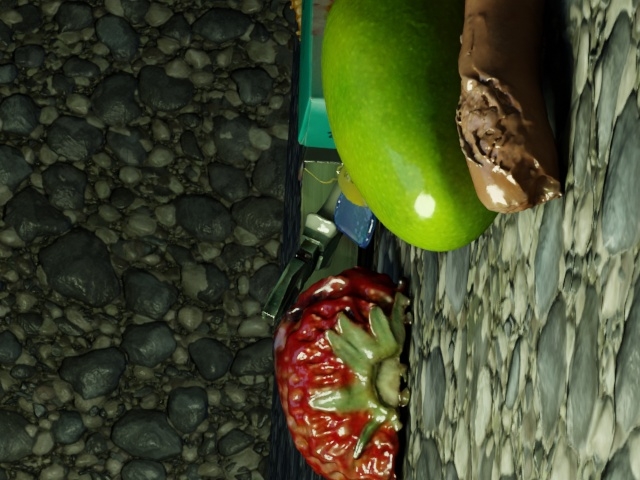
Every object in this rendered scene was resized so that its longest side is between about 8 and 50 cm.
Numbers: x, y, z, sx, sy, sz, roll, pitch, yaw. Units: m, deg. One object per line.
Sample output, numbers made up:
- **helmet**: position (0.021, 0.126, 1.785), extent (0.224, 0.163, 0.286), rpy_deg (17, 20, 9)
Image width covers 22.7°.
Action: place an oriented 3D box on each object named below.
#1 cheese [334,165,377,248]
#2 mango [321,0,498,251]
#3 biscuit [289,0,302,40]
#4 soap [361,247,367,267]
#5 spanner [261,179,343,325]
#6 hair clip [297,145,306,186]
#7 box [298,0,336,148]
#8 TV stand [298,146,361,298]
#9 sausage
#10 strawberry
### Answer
- **cheese**: position (0.063, -0.117, 1.747), extent (0.156, 0.064, 0.250), rpy_deg (43, 123, 48)
- **mango**: position (0.083, -0.113, 1.288), extent (0.343, 0.156, 0.192), rpy_deg (-99, -1, -56)
- **biscuit**: position (0.009, -0.271, 2.234), extent (0.254, 0.035, 0.254), rpy_deg (-17, -90, -76)
- **soap**: position (0.041, 0.014, 2.218), extent (0.092, 0.037, 0.252), rpy_deg (-96, 12, -56)
- **spanner**: position (0.012, -0.021, 1.892), extent (0.325, 0.040, 0.096), rpy_deg (-57, -13, -36)
- **hair clip**: position (0.011, -0.135, 2.385), extent (0.278, 0.090, 0.137), rpy_deg (-106, 29, -73)
- **box**: position (0.059, -0.215, 1.619), extent (0.092, 0.153, 0.245), rpy_deg (108, 164, -61)
- **TV stand**: position (0.015, -0.001, 2.101), extent (0.088, 0.082, 0.270), rpy_deg (-74, -12, -62)
- **sausage**: position (0.138, -0.157, 1.176), extent (0.078, 0.078, 0.304), rpy_deg (105, 169, -63)
- **strawberry**: position (0.015, 0.153, 1.823), extent (0.280, 0.150, 0.253), rpy_deg (-146, 61, -82)
